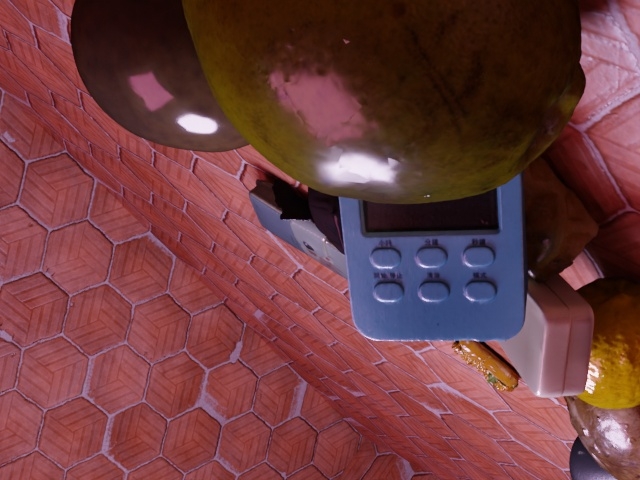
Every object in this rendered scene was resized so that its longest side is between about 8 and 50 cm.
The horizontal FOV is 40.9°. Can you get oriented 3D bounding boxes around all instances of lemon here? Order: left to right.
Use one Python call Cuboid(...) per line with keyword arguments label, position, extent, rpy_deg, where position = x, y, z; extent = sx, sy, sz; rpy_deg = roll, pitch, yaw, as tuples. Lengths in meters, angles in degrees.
Cuboid(label="lemon", position=(0.422, 0.149, 1.244), extent=(0.181, 0.180, 0.193), rpy_deg=(21, 162, 44))

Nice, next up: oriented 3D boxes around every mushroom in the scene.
Cuboid(label="mushroom", position=(0.516, 0.311, 1.509), extent=(0.278, 0.146, 0.278), rpy_deg=(60, 175, 9))

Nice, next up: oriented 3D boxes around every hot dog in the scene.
Cuboid(label="hot dog", position=(0.361, 0.270, 1.901), extent=(0.188, 0.055, 0.072), rpy_deg=(39, 165, -6))

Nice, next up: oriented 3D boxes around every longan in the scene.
Cuboid(label="longan", position=(-0.178, -0.271, 1.178), extent=(0.319, 0.319, 0.319), rpy_deg=(34, 163, 12))

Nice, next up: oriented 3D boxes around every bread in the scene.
Cuboid(label="bread", position=(0.232, -0.073, 1.148), extent=(0.268, 0.130, 0.152), rpy_deg=(43, 125, -17))

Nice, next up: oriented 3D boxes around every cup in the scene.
Cuboid(label="cup", position=(0.590, 0.423, 1.689), extent=(0.176, 0.169, 0.223), rpy_deg=(-12, 97, 64))

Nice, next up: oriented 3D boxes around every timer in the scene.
Cuboid(label="timer", position=(0.143, 0.002, 1.090), extent=(0.232, 0.091, 0.250), rpy_deg=(-2, 119, 17))

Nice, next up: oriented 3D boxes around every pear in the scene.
Cuboid(label="pear", position=(0.056, -0.201, 0.850), extent=(0.413, 0.352, 0.352), rpy_deg=(25, 161, 9))

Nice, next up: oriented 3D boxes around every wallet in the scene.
Cuboid(label="wallet", position=(0.000, 0.000, 1.901), extent=(0.360, 0.083, 0.252), rpy_deg=(31, 168, 18))

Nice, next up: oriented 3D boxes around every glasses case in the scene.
Cuboid(label="glasses case", position=(0.299, 0.098, 1.243), extent=(0.313, 0.070, 0.131), rpy_deg=(-107, 16, -69))

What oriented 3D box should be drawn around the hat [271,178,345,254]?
Cuboid(label="hat", position=(0.090, -0.052, 1.284), extent=(0.336, 0.238, 0.209), rpy_deg=(50, 160, -22))
